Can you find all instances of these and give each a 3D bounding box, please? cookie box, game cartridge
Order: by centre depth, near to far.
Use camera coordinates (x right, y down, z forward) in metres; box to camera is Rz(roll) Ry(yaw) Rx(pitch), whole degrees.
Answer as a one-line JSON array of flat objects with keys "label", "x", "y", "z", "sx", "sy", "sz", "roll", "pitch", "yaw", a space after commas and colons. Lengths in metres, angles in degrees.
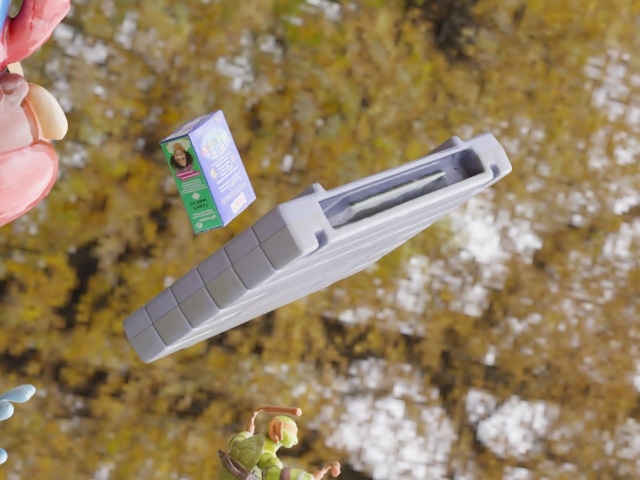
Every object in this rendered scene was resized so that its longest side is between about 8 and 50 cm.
[{"label": "game cartridge", "x": 0.000, "y": 0.000, "z": 1.560, "sx": 0.230, "sy": 0.355, "sz": 0.068, "roll": -30, "pitch": -95, "yaw": 37}, {"label": "cookie box", "x": -0.120, "y": -0.074, "z": 1.827, "sx": 0.040, "sy": 0.092, "sz": 0.107, "roll": -15, "pitch": -76, "yaw": 26}]

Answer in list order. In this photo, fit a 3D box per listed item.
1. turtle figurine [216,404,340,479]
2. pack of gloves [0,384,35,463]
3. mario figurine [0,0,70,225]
[{"label": "turtle figurine", "x": -0.086, "y": 0.285, "z": 1.982, "sx": 0.217, "sy": 0.087, "sz": 0.269, "roll": -54, "pitch": -155, "yaw": -5}, {"label": "pack of gloves", "x": -0.319, "y": 0.192, "z": 1.298, "sx": 0.232, "sy": 0.195, "sz": 0.046, "roll": -30, "pitch": -85, "yaw": 45}, {"label": "mario figurine", "x": -0.240, "y": -0.147, "z": 1.037, "sx": 0.170, "sy": 0.198, "sz": 0.320, "roll": -56, "pitch": 153, "yaw": -50}]
